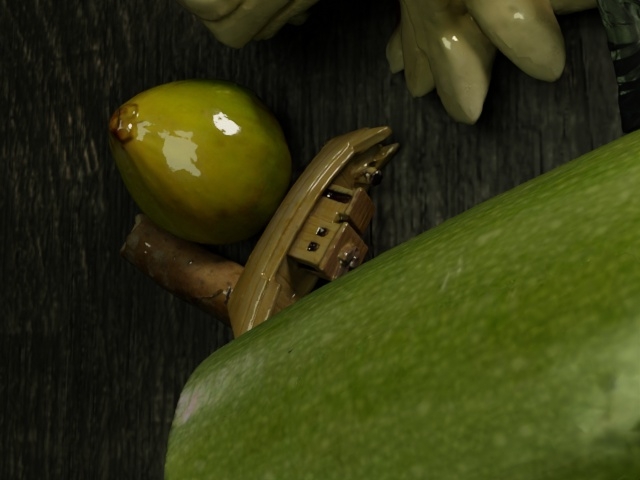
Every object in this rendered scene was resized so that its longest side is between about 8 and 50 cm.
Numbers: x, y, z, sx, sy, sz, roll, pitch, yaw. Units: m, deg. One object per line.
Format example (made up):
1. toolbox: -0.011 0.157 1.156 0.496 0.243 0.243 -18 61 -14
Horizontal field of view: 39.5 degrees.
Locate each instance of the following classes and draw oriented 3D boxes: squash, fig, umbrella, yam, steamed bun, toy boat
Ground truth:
1. squash: 0.131 0.099 0.494 0.384 0.263 0.263 -29 71 29
2. fig: -0.098 -0.066 0.742 0.153 0.121 0.136 11 84 6
3. umbrella: 0.200 -0.152 0.568 0.050 0.046 0.188 -8 118 30
4. yam: -0.080 0.044 0.751 0.241 0.057 0.057 30 99 28
5. steamed bun: 0.103 -0.245 0.635 0.428 0.189 0.247 -41 43 18
6. toy boat: 0.000 0.000 0.682 0.072 0.064 0.206 21 74 35
